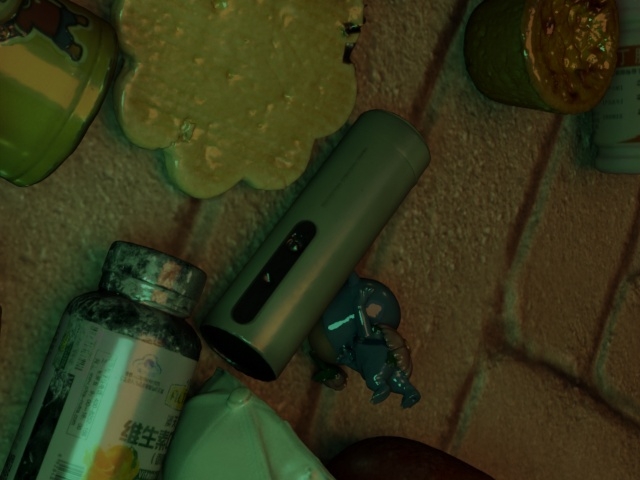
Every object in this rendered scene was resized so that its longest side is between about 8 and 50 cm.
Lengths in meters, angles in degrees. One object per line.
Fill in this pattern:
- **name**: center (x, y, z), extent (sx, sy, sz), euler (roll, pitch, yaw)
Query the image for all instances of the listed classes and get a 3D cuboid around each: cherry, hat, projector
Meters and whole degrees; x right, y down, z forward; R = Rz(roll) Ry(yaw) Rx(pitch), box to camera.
- **cherry**: center (0.108, 0.345, 1.122), extent (0.239, 0.239, 0.206), euler (45, 74, -31)
- **hat**: center (-0.110, 0.294, 0.945), extent (0.168, 0.258, 0.301), euler (33, 85, -41)
- **projector**: center (0.000, 0.000, 1.090), extent (0.108, 0.108, 0.337), euler (50, 64, -29)

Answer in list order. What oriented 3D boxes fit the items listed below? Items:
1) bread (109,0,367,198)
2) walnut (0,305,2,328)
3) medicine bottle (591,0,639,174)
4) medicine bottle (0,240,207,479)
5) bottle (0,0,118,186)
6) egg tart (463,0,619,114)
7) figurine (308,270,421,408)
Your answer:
- **bread**: center (-0.083, -0.193, 1.011), extent (0.316, 0.054, 0.316), euler (-13, 116, -30)
- **walnut**: center (-0.376, 0.075, 0.723), extent (0.273, 0.227, 0.273), euler (-2, 95, -32)
- **medicine bottle**: center (0.503, -0.262, 1.404), extent (0.202, 0.202, 0.315), euler (-9, 98, -37)
- **medicine bottle**: center (-0.205, 0.151, 0.919), extent (0.141, 0.141, 0.293), euler (26, 77, -36)
- **bottle**: center (-0.351, -0.189, 0.759), extent (0.351, 0.171, 0.171), euler (29, 75, -36)
- **egg tart**: center (0.285, -0.265, 1.268), extent (0.203, 0.147, 0.202), euler (-5, 97, -39)
- **figurine**: center (0.040, 0.129, 1.115), extent (0.144, 0.178, 0.114), euler (-42, 136, 16)
